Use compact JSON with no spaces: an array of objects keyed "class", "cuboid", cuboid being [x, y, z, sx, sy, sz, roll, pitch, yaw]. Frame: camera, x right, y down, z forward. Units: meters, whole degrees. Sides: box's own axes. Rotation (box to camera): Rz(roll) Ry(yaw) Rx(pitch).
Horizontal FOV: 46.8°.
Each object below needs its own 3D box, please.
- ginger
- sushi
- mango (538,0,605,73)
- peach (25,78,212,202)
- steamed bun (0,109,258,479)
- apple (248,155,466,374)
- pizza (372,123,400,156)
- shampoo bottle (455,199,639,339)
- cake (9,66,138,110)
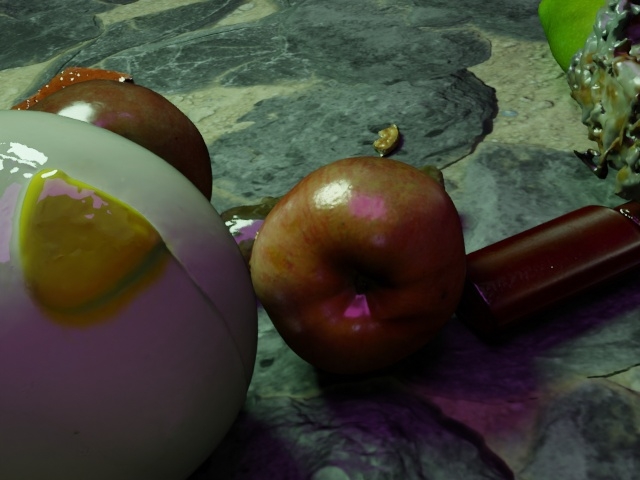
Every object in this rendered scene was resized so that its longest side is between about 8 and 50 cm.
[{"class":"ginger","cuboid":[-0.002,0.000,0.859,0.333,0.080,0.166,-6,50,-9]},{"class":"sushi","cuboid":[0.481,-0.159,0.819,0.418,0.175,0.417,6,44,-6]},{"class":"mango","cuboid":[0.447,-0.321,1.151,0.193,0.155,0.343,-7,31,-13]},{"class":"peach","cuboid":[-0.260,-0.072,0.875,0.253,0.252,0.252,-5,36,4]},{"class":"steamed bun","cuboid":[-0.232,0.058,0.605,0.374,0.333,0.334,10,39,25]},{"class":"apple","cuboid":[0.035,0.024,0.703,0.210,0.209,0.164,-6,21,3]},{"class":"pizza","cuboid":[0.099,-0.148,1.094,0.037,0.016,0.083,6,41,17]},{"class":"shampoo bottle","cuboid":[0.261,0.018,0.787,0.260,0.064,0.102,-21,38,-18]},{"class":"cake","cuboid":[-0.381,-0.137,1.050,0.262,0.158,0.160,-27,36,-23]}]
